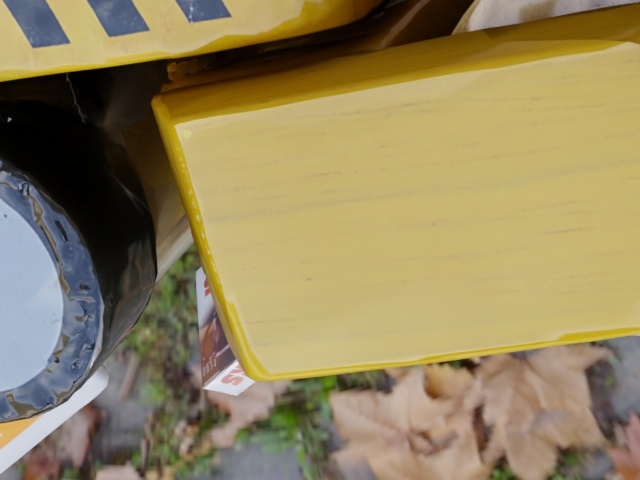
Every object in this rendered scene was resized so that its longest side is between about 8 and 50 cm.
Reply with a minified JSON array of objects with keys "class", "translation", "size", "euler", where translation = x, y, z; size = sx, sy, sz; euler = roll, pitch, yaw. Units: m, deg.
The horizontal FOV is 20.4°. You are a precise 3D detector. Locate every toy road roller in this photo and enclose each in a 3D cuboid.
[{"class":"toy road roller","translation":[-0.011,-0.097,0.543],"size":[0.329,0.202,0.240],"euler":[-6,111,22]}]

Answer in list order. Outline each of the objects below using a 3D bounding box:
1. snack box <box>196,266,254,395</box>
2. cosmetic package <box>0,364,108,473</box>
[{"class":"snack box","translation":[0.000,0.000,0.764],"size":[0.022,0.064,0.178],"euler":[16,142,-30]},{"class":"cosmetic package","translation":[-0.321,0.003,0.766],"size":[0.230,0.161,0.453],"euler":[-40,143,7]}]
